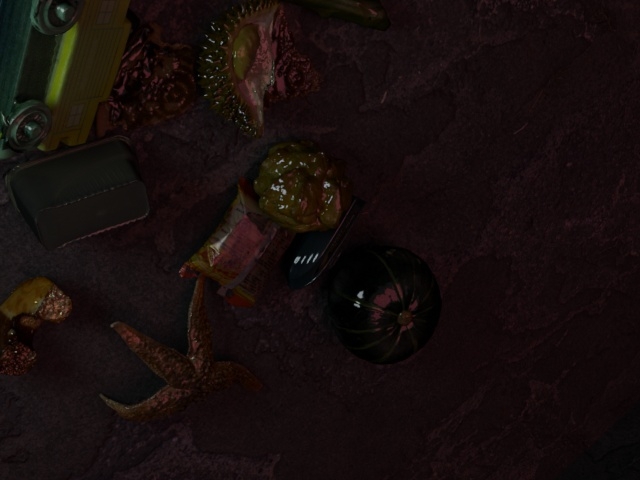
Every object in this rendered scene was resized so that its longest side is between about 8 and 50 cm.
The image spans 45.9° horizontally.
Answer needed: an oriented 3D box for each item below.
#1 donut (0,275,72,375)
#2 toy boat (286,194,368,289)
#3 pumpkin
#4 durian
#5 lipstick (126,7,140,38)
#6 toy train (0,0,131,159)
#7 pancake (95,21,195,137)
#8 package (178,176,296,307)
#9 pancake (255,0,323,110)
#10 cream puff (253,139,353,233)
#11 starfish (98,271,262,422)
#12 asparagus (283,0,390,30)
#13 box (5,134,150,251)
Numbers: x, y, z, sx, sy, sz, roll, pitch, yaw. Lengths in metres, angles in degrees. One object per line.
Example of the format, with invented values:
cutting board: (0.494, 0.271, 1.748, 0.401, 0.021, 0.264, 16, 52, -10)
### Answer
donut: (-0.618, 0.175, 1.598, 0.217, 0.141, 0.085, -53, 135, -5)
toy boat: (0.002, 0.000, 1.936, 0.296, 0.114, 0.122, -59, 146, -1)
pumpkin: (0.170, 0.169, 2.020, 0.323, 0.241, 0.323, -11, 111, -31)
durian: (-0.181, -0.374, 1.645, 0.166, 0.172, 0.307, -3, 93, -27)
lipstick: (-0.482, -0.508, 1.478, 0.081, 0.081, 0.299, -52, 126, -6)
toy train: (-0.489, -0.350, 1.376, 0.272, 0.179, 0.442, -30, 152, -57)
pancake: (-0.381, -0.349, 1.613, 0.257, 0.056, 0.212, -28, 127, -30)
package: (-0.181, 0.011, 1.823, 0.223, 0.108, 0.288, 33, 82, -31)
pancake: (-0.082, -0.419, 1.773, 0.244, 0.057, 0.266, 13, 99, -35)
cream puff: (-0.035, -0.130, 1.793, 0.244, 0.196, 0.244, 4, 79, -23)
starfish: (-0.333, 0.294, 1.831, 0.398, 0.132, 0.384, -23, 113, -28)
asparagus: (0.023, -0.563, 1.775, 0.343, 0.082, 0.085, 6, 102, -32)
box: (-0.479, -0.095, 1.549, 0.274, 0.178, 0.138, -22, 133, -22)
